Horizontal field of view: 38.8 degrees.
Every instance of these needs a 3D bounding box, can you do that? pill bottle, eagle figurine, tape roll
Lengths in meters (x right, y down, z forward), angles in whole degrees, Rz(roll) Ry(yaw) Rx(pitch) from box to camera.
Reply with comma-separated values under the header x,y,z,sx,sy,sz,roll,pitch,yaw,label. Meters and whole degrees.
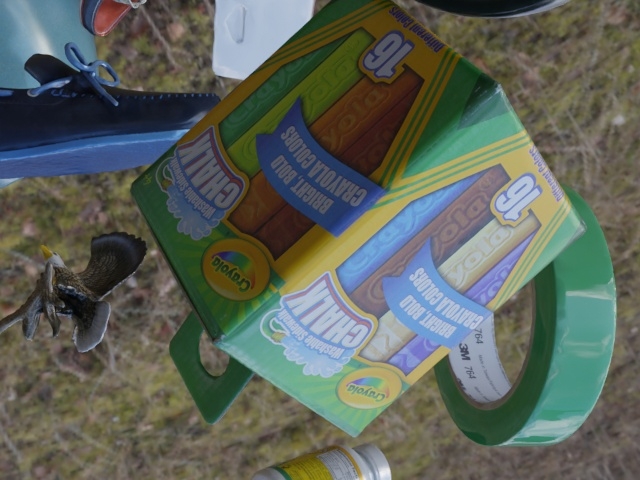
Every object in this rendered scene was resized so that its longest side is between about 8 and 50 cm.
x,y,z,sx,sy,sz,roll,pitch,yaw,label
0.004,0.382,1.400,0.209,0.117,0.117,-10,151,-36,pill bottle
-0.461,0.094,1.743,0.227,0.225,0.298,-6,178,17,eagle figurine
0.229,0.084,1.092,0.077,0.321,0.321,3,145,-17,tape roll

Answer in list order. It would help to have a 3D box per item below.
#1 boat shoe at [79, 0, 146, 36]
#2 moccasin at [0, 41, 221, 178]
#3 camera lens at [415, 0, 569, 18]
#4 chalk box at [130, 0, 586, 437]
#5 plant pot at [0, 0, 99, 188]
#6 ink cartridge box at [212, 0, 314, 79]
x,y,z,sx,sy,sz,roll,pitch,yaw,label
-0.164,-0.230,0.792,0.137,0.043,0.049,-50,164,24,boat shoe
-0.262,-0.127,0.861,0.342,0.116,0.138,-5,172,-12,moccasin
0.132,-0.294,0.578,0.274,0.219,0.219,-55,170,-33,camera lens
0.000,0.000,0.635,0.289,0.180,0.179,-42,137,3,chalk box
-0.392,-0.180,1.135,0.290,0.195,0.290,-27,-168,6,plant pot
-0.056,-0.368,1.161,0.117,0.282,0.207,9,147,-3,ink cartridge box
